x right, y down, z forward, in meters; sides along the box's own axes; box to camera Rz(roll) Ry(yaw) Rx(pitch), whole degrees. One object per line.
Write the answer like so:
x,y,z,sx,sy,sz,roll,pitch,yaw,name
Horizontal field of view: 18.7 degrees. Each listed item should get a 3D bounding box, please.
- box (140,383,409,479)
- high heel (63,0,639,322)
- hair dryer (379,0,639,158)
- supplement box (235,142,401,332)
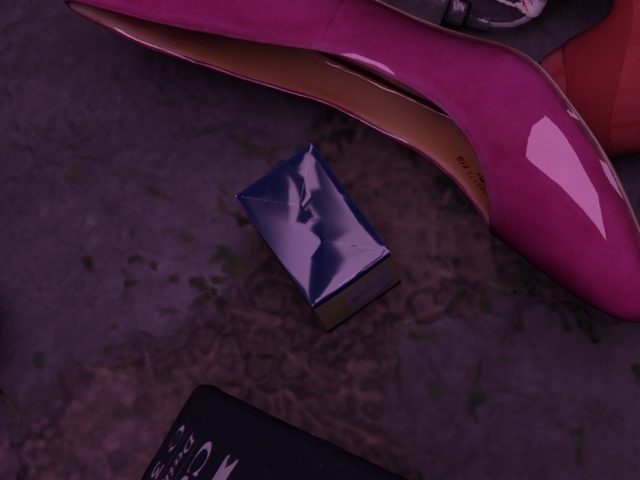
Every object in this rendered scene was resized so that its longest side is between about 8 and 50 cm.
0.000,0.354,0.825,0.297,0.472,0.480,32,83,-17,box
0.022,-0.063,1.106,0.181,0.127,0.377,-35,65,-10,high heel
0.174,-0.151,1.124,0.293,0.223,0.080,31,37,10,hair dryer
0.000,0.000,1.157,0.056,0.083,0.083,-34,74,-2,supplement box
